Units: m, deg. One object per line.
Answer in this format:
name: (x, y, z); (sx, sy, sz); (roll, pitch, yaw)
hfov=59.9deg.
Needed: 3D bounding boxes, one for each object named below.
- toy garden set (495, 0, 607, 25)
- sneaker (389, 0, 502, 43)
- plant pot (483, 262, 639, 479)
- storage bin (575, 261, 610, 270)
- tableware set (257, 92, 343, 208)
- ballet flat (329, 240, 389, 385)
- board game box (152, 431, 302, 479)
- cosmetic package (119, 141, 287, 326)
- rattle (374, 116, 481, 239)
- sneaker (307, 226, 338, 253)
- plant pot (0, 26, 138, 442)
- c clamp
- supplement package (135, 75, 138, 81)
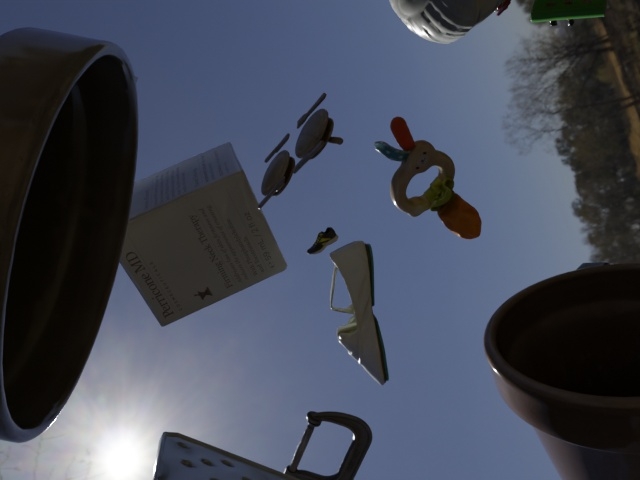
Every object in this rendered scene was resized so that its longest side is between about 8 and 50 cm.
toy garden set: (0.393, -0.436, 0.972); (0.244, 0.204, 0.049); (-63, -34, -35)
sneaker: (0.049, -0.216, 0.270); (0.086, 0.085, 0.237); (-55, -39, -23)
plant pot: (0.325, 0.180, 0.589); (0.263, 0.263, 0.229); (-50, -54, -57)
storage bin: (0.486, 0.107, 0.993); (0.091, 0.098, 0.135); (-40, -74, -25)
tableware set: (-0.035, -0.138, 0.921); (0.039, 0.194, 0.128); (26, -134, -26)
ballet flat: (0.095, 0.200, 1.497); (0.139, 0.139, 0.399); (-23, -73, -60)
board game box: (0.066, 0.265, 0.343); (0.390, 0.390, 0.050); (26, -97, -11)
cosmetic package: (-0.357, -0.030, 1.607); (0.327, 0.394, 0.329); (-122, 8, -61)
rattle: (0.179, -0.095, 0.920); (0.199, 0.130, 0.142); (62, -169, -50)
sneaker: (0.000, 0.000, 1.218); (0.083, 0.031, 0.035); (-36, -66, -27)
plant pot: (-0.325, -0.030, 0.443); (0.281, 0.323, 0.323); (13, -129, -8)
c clamp: (-0.008, 0.293, 0.765); (0.137, 0.160, 0.022); (26, -160, -3)
supplement package: (-0.639, -0.359, 1.445); (0.204, 0.261, 0.145); (25, -174, 0)
